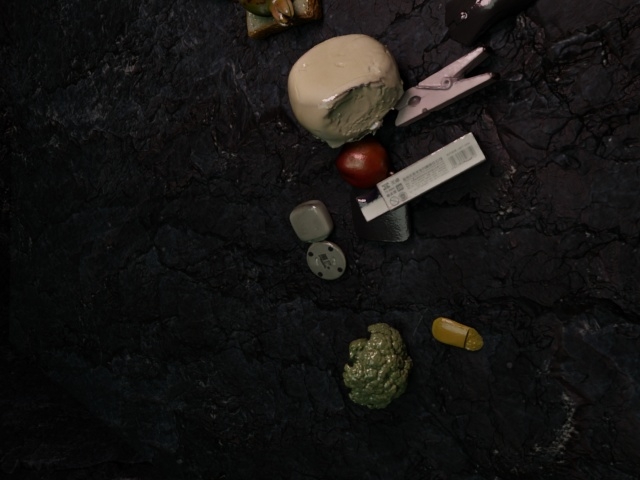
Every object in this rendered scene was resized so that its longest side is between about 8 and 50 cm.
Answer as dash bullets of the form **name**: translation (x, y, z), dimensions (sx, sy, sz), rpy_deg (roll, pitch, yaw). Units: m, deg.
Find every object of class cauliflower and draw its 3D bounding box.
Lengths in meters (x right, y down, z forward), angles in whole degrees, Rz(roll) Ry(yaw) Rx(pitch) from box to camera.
- **cauliflower**: translation (0.187, 0.442, 1.734), dimensions (0.272, 0.275, 0.250), rpy_deg (55, 169, -27)

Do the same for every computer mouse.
- **computer mouse**: translation (0.450, -0.648, 1.330), dimensions (0.264, 0.088, 0.147), rpy_deg (-33, 83, 36)

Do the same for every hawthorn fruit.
- **hawthorn fruit**: translation (0.149, -0.249, 1.577), dimensions (0.188, 0.169, 0.168), rpy_deg (18, 112, 20)

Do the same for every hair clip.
- **hair clip**: translation (0.357, -0.441, 1.440), dimensions (0.331, 0.085, 0.101), rpy_deg (-23, 88, 40)

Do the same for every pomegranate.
- **pomegranate**: translation (-0.182, -0.774, 1.521), dimensions (0.190, 0.159, 0.240), rpy_deg (-3, 103, 34)

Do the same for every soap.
- **soap**: translation (0.451, 0.308, 1.614), dimensions (0.169, 0.033, 0.089), rpy_deg (12, 111, 27)

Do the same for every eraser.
- **eraser**: translation (0.305, -0.187, 1.504), dimensions (0.404, 0.096, 0.098), rpy_deg (-28, 86, 27)

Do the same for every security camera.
- **security camera**: translation (0.000, 0.000, 1.785), dimensions (0.157, 0.080, 0.301), rpy_deg (-17, 104, 31)

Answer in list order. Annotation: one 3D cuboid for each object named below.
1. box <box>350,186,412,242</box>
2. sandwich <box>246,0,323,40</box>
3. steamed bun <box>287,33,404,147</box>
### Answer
- **box**: translation (0.204, -0.092, 1.651), dimensions (0.213, 0.042, 0.200), rpy_deg (1, 103, 30)
- **sandwich**: translation (-0.130, -0.827, 1.627), dimensions (0.274, 0.095, 0.248), rpy_deg (-2, 98, 33)
- **steamed bun**: translation (0.073, -0.455, 1.504), dimensions (0.334, 0.233, 0.311), rpy_deg (-17, 54, 5)
